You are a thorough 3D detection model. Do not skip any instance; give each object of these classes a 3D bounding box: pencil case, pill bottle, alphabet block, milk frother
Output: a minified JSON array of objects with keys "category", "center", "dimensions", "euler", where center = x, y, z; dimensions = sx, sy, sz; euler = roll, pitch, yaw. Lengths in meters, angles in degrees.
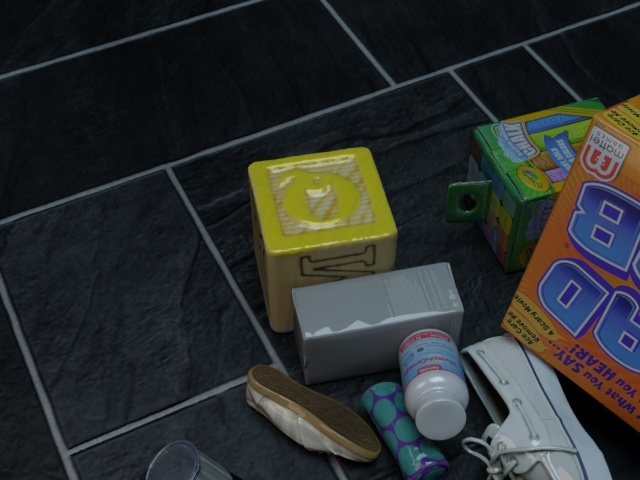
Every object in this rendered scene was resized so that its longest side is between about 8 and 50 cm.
[{"category":"pencil case","center":[0.115,0.267,1.377],"dimensions":[0.065,0.070,0.151],"euler":[-14,50,-22]},{"category":"pill bottle","center":[0.154,0.196,1.360],"dimensions":[0.087,0.087,0.160],"euler":[-1,27,-1]},{"category":"alphabet block","center":[0.000,0.000,1.522],"dimensions":[0.194,0.197,0.192],"euler":[-10,51,-8]},{"category":"milk frother","center":[-0.163,0.351,1.264],"dimensions":[0.129,0.135,0.143],"euler":[-29,43,19]}]

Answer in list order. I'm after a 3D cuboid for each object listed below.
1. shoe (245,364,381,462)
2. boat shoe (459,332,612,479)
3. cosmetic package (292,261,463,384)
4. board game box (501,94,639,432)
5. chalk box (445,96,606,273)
[{"category":"shoe","center":[-0.014,0.252,1.407],"dimensions":[0.219,0.058,0.076],"euler":[30,25,18]},{"category":"boat shoe","center":[0.265,0.273,1.331],"dimensions":[0.157,0.135,0.367],"euler":[-10,47,-8]},{"category":"cosmetic package","center":[0.080,0.122,1.466],"dimensions":[0.238,0.127,0.107],"euler":[-6,50,-7]},{"category":"board game box","center":[0.532,0.028,1.336],"dimensions":[0.356,0.356,0.356],"euler":[-23,51,-41]},{"category":"chalk box","center":[0.343,-0.081,1.604],"dimensions":[0.289,0.180,0.179],"euler":[-16,51,-11]}]
